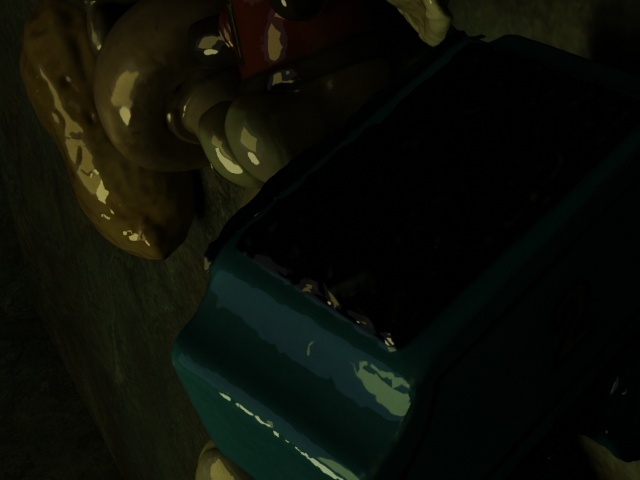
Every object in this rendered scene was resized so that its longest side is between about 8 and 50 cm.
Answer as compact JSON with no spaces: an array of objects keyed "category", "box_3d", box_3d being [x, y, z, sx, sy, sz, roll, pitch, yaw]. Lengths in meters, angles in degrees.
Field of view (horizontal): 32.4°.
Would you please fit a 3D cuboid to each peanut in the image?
[{"category":"peanut","box_3d":[-0.287,-0.152,1.492,0.387,0.169,0.192,68,164,1]}]

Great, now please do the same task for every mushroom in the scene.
[{"category":"mushroom","box_3d":[-0.101,-0.135,1.022,0.204,0.204,0.204,50,152,39]}]

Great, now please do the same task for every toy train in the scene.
[{"category":"toy train","box_3d":[0.090,0.043,0.616,0.188,0.300,0.265,27,150,39]}]

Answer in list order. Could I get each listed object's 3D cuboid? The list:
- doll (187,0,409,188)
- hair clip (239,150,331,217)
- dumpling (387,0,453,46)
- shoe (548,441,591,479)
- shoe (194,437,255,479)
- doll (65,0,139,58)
[{"category":"doll","box_3d":[-0.030,-0.207,0.832,0.235,0.174,0.330,-158,53,-76]},{"category":"hair clip","box_3d":[-0.018,0.000,1.070,0.172,0.113,0.282,-17,93,68]},{"category":"dumpling","box_3d":[0.052,-0.213,0.706,0.216,0.126,0.166,54,170,26]},{"category":"shoe","box_3d":[0.153,0.155,0.872,0.195,0.074,0.077,64,163,5]},{"category":"shoe","box_3d":[0.012,0.084,0.846,0.132,0.342,0.211,-12,90,34]},{"category":"doll","box_3d":[-0.210,-0.408,1.090,0.379,0.252,0.382,-50,62,30]}]
